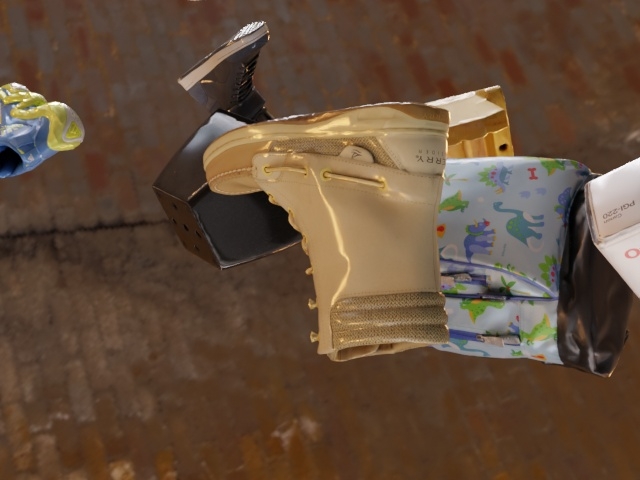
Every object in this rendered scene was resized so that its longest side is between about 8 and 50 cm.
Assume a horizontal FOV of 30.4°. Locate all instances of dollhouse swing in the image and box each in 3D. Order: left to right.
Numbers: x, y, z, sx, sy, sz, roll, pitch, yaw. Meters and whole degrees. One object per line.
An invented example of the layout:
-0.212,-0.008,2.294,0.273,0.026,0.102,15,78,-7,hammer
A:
0.150,-0.077,1.873,0.305,0.347,0.315,-104,0,-63,dollhouse swing

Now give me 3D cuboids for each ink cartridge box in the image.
0.376,0.005,1.130,0.218,0.158,0.092,43,-148,-33,ink cartridge box

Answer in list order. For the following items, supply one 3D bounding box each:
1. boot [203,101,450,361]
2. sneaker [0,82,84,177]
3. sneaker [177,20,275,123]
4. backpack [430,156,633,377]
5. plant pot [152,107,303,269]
0.000,0.000,0.990,0.095,0.262,0.203,2,-96,-49,boot
-0.442,-0.155,1.668,0.126,0.240,0.091,-40,-59,-28,sneaker
-0.112,-0.242,1.857,0.163,0.226,0.086,52,-126,-9,sneaker
0.209,0.018,1.538,0.273,0.355,0.290,54,-134,-35,backpack
-0.138,-0.063,1.774,0.167,0.188,0.187,-37,-57,-20,plant pot
